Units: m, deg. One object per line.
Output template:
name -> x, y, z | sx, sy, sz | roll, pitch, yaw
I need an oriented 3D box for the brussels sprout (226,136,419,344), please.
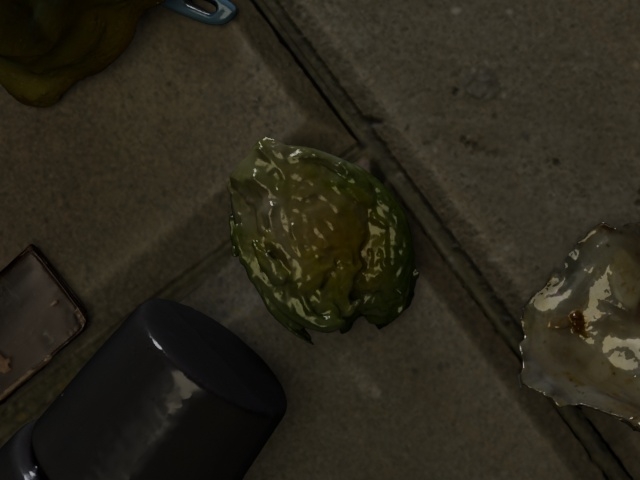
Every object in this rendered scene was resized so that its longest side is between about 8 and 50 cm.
brussels sprout -> -0.001, -0.001, 1.275 | 0.139, 0.100, 0.181 | -39, 85, -2

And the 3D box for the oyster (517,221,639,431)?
oyster -> 0.272, 0.103, 1.243 | 0.233, 0.107, 0.161 | 45, 103, 23

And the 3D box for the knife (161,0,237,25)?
knife -> -0.213, -0.254, 1.339 | 0.313, 0.019, 0.044 | 28, 99, 9

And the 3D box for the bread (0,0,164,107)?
bread -> -0.223, -0.220, 1.285 | 0.233, 0.088, 0.160 | -41, 83, 31

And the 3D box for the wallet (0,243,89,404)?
wallet -> -0.290, 0.093, 1.357 | 0.176, 0.026, 0.095 | -40, 80, 7

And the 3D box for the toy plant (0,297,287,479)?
toy plant -> -0.191, 0.248, 1.274 | 0.279, 0.185, 0.400 | 34, 106, -15
